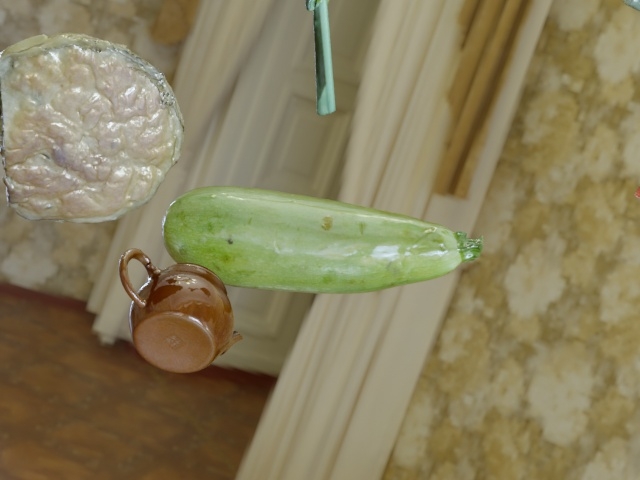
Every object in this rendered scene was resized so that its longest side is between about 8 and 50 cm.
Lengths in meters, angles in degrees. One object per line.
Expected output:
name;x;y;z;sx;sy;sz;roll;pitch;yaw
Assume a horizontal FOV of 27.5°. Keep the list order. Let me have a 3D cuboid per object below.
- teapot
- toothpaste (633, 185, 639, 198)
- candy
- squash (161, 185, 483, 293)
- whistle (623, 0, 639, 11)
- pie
teapot;-0.145;0.069;1.370;0.173;0.116;0.116;43;-2;-25
toothpaste;0.470;-0.032;1.569;0.190;0.048;0.031;32;-3;29
candy;-0.003;-0.238;1.272;0.073;0.262;0.077;-5;34;-2
squash;-0.001;0.008;1.500;0.370;0.118;0.118;7;7;6
whistle;0.496;-0.306;1.791;0.236;0.077;0.114;8;42;-33
pie;-0.223;-0.102;1.256;0.185;0.218;0.052;-1;36;-10
